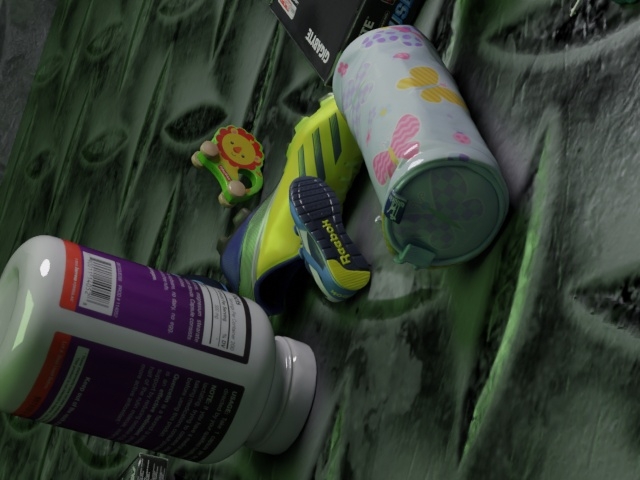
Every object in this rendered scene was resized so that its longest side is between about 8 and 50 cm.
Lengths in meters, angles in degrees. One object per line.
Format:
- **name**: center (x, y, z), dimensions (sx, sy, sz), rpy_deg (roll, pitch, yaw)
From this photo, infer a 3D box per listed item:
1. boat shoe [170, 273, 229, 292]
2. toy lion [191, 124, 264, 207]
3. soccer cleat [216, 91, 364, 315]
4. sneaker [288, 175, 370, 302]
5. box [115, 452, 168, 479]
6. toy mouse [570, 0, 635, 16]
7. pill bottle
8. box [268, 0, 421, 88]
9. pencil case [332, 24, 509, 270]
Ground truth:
- **boat shoe**: center (-0.143, 0.104, 1.696), dimensions (0.258, 0.089, 0.109), rpy_deg (22, 93, 67)
- **toy lion**: center (-0.106, -0.098, 1.790), dimensions (0.100, 0.096, 0.034), rpy_deg (56, 136, 11)
- **soccer cleat**: center (-0.005, -0.041, 1.538), dimensions (0.121, 0.093, 0.289), rpy_deg (51, 119, 28)
- **sneaker**: center (0.000, 0.000, 1.459), dimensions (0.144, 0.053, 0.059), rpy_deg (68, 154, 24)
- **box**: center (-0.243, 0.380, 1.743), dimensions (0.184, 0.045, 0.191), rpy_deg (129, 151, -57)
- **toy mouse**: center (0.258, -0.251, 1.147), dimensions (0.161, 0.031, 0.143), rpy_deg (-67, 23, 9)
- **pill bottle**: center (-0.174, 0.122, 1.451), dimensions (0.181, 0.323, 0.181), rpy_deg (-47, 32, 43)
- **box**: center (0.057, -0.344, 1.624), dimensions (0.293, 0.073, 0.295), rpy_deg (-62, 24, 18)
- **pencil case**: center (0.086, -0.090, 1.305), dimensions (0.273, 0.113, 0.124), rpy_deg (-105, 27, -53)
